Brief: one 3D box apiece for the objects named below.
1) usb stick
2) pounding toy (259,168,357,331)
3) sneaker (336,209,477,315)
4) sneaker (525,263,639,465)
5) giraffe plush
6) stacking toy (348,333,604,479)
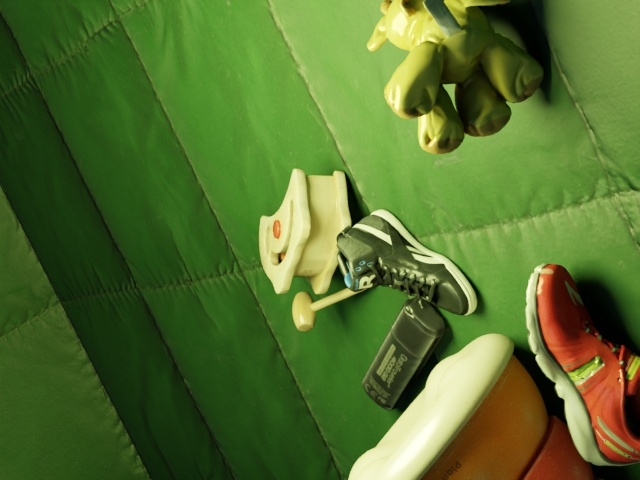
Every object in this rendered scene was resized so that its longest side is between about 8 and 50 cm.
[{"bbox_3d":[0.125,0.176,2.037,0.077,0.045,0.278,44,148,14],"label":"usb stick"},{"bbox_3d":[0.000,0.000,2.049,0.269,0.155,0.154,111,153,-44],"label":"pounding toy"},{"bbox_3d":[0.106,0.055,1.873,0.217,0.121,0.079,41,147,31],"label":"sneaker"},{"bbox_3d":[0.344,0.144,1.632,0.118,0.107,0.279,-16,106,42],"label":"sneaker"},{"bbox_3d":[0.134,-0.231,1.553,0.170,0.181,0.210,58,171,54],"label":"giraffe plush"},{"bbox_3d":[0.287,0.391,1.773,0.480,0.350,0.350,41,149,3],"label":"stacking toy"}]
